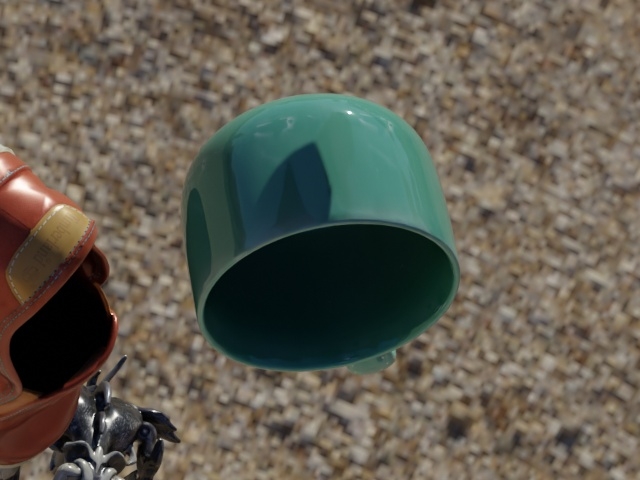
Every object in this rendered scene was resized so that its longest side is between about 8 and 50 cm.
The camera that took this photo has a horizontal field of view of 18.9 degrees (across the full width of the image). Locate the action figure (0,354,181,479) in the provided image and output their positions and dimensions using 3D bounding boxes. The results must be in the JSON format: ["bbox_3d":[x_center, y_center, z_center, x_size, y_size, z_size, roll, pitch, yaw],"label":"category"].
[{"bbox_3d":[-0.194,0.194,1.460,0.164,0.141,0.275,28,25,-20],"label":"action figure"}]

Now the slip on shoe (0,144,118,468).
[{"bbox_3d":[-0.170,0.059,1.106,0.101,0.331,0.123,30,64,11],"label":"slip on shoe"}]

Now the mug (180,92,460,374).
[{"bbox_3d":[-0.007,-0.003,0.948,0.129,0.157,0.097,2,54,-19],"label":"mug"}]
